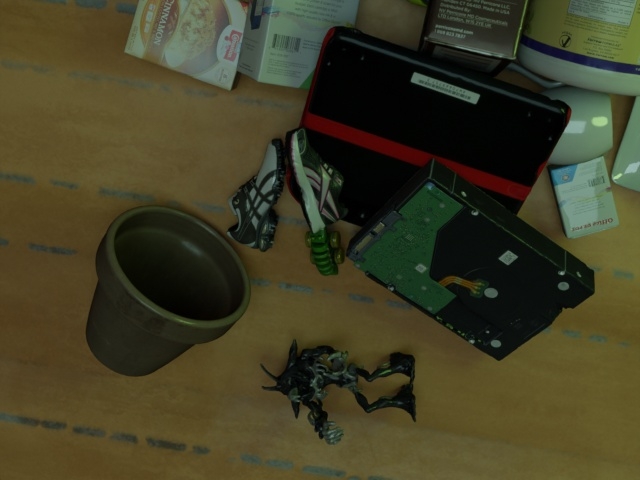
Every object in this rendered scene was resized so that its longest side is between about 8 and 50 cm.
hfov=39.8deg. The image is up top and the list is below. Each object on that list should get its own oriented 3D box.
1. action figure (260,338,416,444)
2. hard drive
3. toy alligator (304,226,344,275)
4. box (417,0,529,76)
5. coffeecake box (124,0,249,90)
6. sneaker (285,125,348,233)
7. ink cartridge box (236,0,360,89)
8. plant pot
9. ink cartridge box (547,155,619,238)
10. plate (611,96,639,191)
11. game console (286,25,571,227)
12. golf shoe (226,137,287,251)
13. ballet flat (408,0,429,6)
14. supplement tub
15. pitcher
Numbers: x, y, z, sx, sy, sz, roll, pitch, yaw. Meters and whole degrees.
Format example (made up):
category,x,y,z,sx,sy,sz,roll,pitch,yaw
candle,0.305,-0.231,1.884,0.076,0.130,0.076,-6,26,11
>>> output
category,x,y,z,sx,sy,sz,roll,pitch,yaw
action figure,0.029,0.256,1.547,0.276,0.141,0.164,-2,106,2
hard drive,0.241,0.040,1.448,0.339,0.064,0.237,32,130,-13
toy alligator,0.000,0.000,1.491,0.056,0.051,0.189,0,131,18
box,0.249,-0.448,1.286,0.143,0.191,0.381,14,93,2
coffeecake box,-0.207,-0.344,1.446,0.185,0.068,0.142,20,104,-1
sneaker,-0.004,-0.104,1.407,0.077,0.072,0.178,-19,120,-6
ink cartridge box,-0.029,-0.351,1.388,0.154,0.093,0.212,3,109,-29
plant pot,-0.283,0.110,1.494,0.263,0.263,0.229,36,121,-5
ink cartridge box,0.436,-0.074,1.472,0.089,0.052,0.122,-15,101,9
plate,0.627,-0.181,1.379,0.278,0.045,0.277,21,116,25
game console,0.153,-0.139,1.407,0.387,0.060,0.342,18,130,-1
golf shoe,-0.110,-0.081,1.503,0.094,0.077,0.198,12,104,2
ballet flat,0.092,-0.458,1.395,0.077,0.077,0.231,-24,110,33
supplement tub,0.431,-0.397,1.272,0.241,0.241,0.331,10,114,2
pitcher,0.357,-0.208,1.417,0.207,0.125,0.177,-2,92,17
